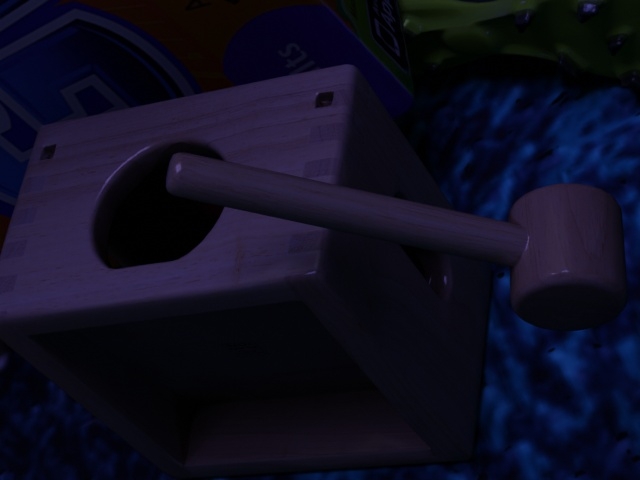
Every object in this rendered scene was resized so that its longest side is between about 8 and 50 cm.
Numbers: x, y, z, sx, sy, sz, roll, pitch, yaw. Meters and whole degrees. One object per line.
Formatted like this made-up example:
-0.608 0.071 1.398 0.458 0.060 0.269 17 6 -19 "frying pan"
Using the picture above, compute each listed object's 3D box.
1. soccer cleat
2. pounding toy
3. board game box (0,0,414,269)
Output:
0.089 -0.101 0.576 0.179 0.060 0.072 5 59 37 "soccer cleat"
0.001 -0.006 0.474 0.206 0.181 0.094 -8 54 26 "pounding toy"
-0.222 -0.196 0.599 0.356 0.356 0.356 -26 48 23 "board game box"
